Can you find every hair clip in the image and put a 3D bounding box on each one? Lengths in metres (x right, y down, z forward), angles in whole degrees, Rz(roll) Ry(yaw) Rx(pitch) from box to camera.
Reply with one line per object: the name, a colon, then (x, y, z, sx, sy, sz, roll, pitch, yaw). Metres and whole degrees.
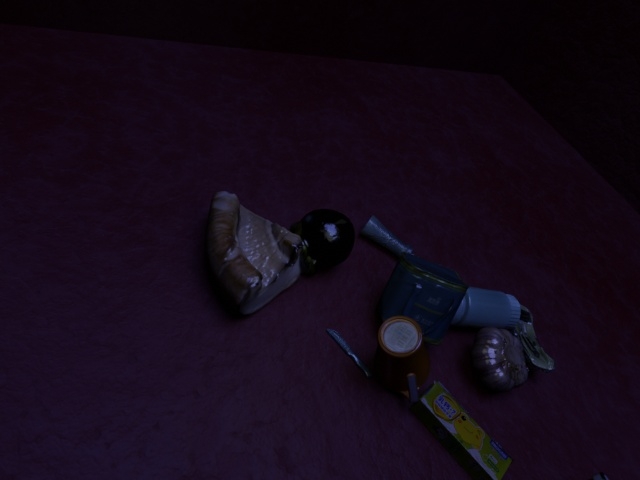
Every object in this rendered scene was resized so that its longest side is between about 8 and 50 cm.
hair clip: (0.795, 0.385, 1.830, 0.138, 0.091, 0.321, 21, 35, -10)

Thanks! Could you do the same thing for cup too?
cup: (0.254, 0.366, 1.437, 0.182, 0.264, 0.226, -15, 53, 1)

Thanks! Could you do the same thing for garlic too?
garlic: (0.617, 0.426, 1.661, 0.245, 0.160, 0.245, 22, 54, -33)

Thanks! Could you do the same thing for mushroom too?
mushroom: (-0.274, 0.029, 1.547, 0.397, 0.224, 0.314, 39, 59, 19)

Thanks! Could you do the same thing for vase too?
vase: (0.273, -0.002, 1.909, 0.219, 0.096, 0.096, 36, 45, 3)

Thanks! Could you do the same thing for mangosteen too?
mangosteen: (0.000, 0.000, 1.690, 0.243, 0.243, 0.243, 14, 46, -15)

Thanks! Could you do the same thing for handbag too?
handbag: (0.349, 0.201, 1.621, 0.263, 0.241, 0.222, 20, 14, -6)

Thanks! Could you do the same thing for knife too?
knife: (0.095, 0.366, 1.541, 0.028, 0.015, 0.210, -30, 68, -35)

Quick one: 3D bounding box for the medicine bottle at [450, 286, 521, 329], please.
medicine bottle: (0.593, 0.258, 1.787, 0.318, 0.158, 0.158, 10, 48, -19)

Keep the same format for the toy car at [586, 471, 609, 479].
toy car: (0.810, 0.808, 1.377, 0.158, 0.172, 0.235, 57, 22, 13)

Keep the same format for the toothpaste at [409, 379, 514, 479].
toothpaste: (0.435, 0.602, 1.458, 0.327, 0.077, 0.110, 46, 49, 16)
